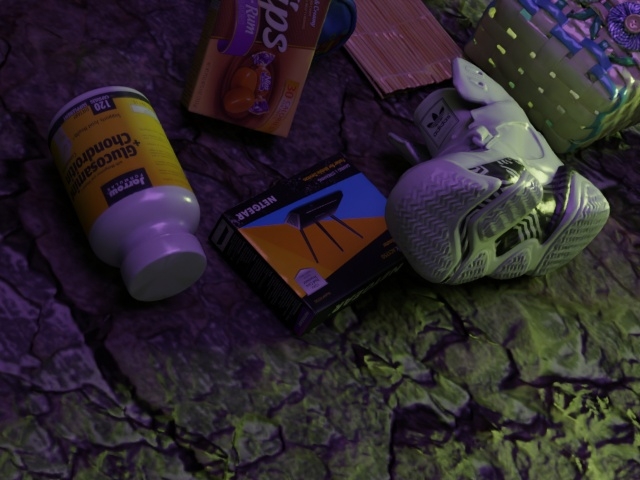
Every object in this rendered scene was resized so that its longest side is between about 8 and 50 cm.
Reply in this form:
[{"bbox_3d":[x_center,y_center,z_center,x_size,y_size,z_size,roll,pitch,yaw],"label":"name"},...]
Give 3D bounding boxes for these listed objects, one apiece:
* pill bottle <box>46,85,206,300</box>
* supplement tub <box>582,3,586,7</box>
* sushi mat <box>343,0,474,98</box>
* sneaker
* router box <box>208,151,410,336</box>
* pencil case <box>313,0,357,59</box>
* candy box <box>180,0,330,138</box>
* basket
[{"bbox_3d":[-0.170,-0.041,1.345,0.103,0.103,0.184,-7,56,-34],"label":"pill bottle"},{"bbox_3d":[0.406,-0.375,1.892,0.117,0.190,0.117,24,36,-19],"label":"supplement tub"},{"bbox_3d":[0.041,-0.294,1.745,0.151,0.019,0.316,-17,63,-40],"label":"sushi mat"},{"bbox_3d":[0.134,-0.072,1.483,0.210,0.137,0.366,51,24,24],"label":"sneaker"},{"bbox_3d":[0.000,0.000,1.447,0.133,0.046,0.179,47,45,13],"label":"router box"},{"bbox_3d":[-0.070,-0.334,1.644,0.133,0.119,0.306,-16,61,-16],"label":"pencil case"},{"bbox_3d":[-0.060,-0.207,1.500,0.109,0.186,0.053,16,11,-18],"label":"candy box"},{"bbox_3d":[0.336,-0.250,1.743,0.255,0.201,0.289,46,54,8],"label":"basket"}]
